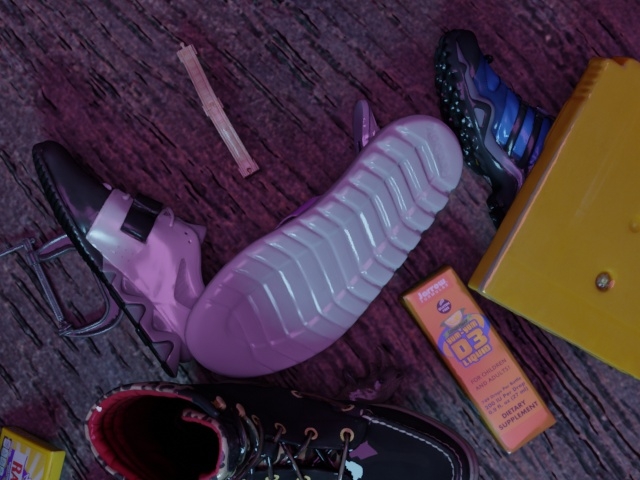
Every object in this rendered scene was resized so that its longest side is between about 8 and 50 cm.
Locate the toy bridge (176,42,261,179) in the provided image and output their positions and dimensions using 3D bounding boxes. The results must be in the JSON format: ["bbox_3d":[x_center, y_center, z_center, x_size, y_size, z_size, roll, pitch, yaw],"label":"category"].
[{"bbox_3d":[-0.131,-0.165,1.361,0.026,0.063,0.188,-28,89,2],"label":"toy bridge"}]

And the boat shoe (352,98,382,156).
[{"bbox_3d":[0.064,-0.129,1.370,0.035,0.035,0.100,-4,86,-23],"label":"boat shoe"}]

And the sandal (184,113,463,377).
[{"bbox_3d":[0.009,0.012,1.338,0.416,0.102,0.169,-41,112,-5],"label":"sandal"}]

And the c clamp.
[{"bbox_3d":[-0.332,0.058,1.394,0.137,0.022,0.160,-30,88,-3],"label":"c clamp"}]

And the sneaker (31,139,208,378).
[{"bbox_3d":[-0.224,-0.004,1.345,0.146,0.122,0.330,-37,97,-14],"label":"sneaker"}]

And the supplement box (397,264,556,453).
[{"bbox_3d":[0.191,0.144,1.340,0.078,0.080,0.233,-35,86,0],"label":"supplement box"}]

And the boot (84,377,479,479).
[{"bbox_3d":[-0.044,0.231,1.191,0.377,0.284,0.138,14,90,30],"label":"boot"}]

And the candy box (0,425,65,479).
[{"bbox_3d":[-0.385,0.349,1.366,0.105,0.027,0.205,14,91,34],"label":"candy box"}]

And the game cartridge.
[{"bbox_3d":[0.364,-0.024,1.296,0.285,0.053,0.323,29,90,-22],"label":"game cartridge"}]

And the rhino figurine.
[{"bbox_3d":[0.050,0.250,1.349,0.106,0.073,0.243,10,89,0],"label":"rhino figurine"}]

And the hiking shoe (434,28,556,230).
[{"bbox_3d":[0.241,-0.129,1.333,0.132,0.113,0.304,-26,98,-7],"label":"hiking shoe"}]
